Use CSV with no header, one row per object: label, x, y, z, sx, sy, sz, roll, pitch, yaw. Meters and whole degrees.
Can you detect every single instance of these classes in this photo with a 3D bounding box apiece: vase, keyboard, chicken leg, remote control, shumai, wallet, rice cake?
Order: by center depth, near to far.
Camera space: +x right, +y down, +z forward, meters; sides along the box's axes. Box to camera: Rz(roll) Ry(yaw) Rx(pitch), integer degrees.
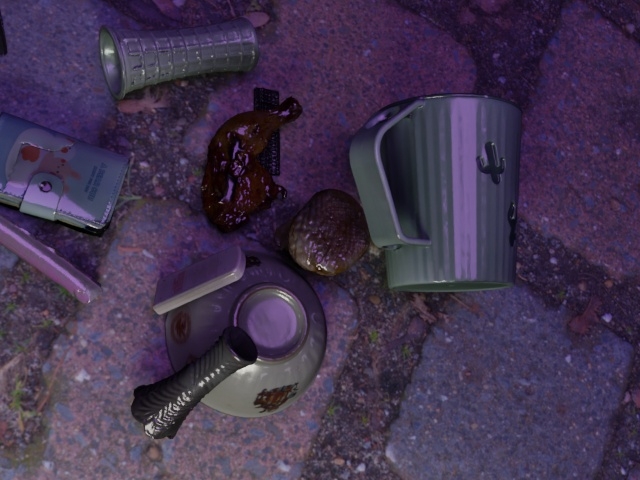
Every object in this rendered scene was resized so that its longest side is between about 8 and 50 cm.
vase,-0.218,0.248,1.345,0.115,0.237,0.115,41,24,-23
rice cake,-0.517,0.024,1.386,0.270,0.049,0.055,39,81,-10
wallet,-0.498,-0.121,1.418,0.251,0.075,0.176,20,65,-17
remote control,-0.225,0.072,1.422,0.190,0.087,0.029,-25,124,13
vase,-0.278,-0.377,1.534,0.299,0.143,0.143,-15,83,-26
shumai,0.000,0.000,1.543,0.162,0.153,0.209,28,50,-19
chicken leg,-0.141,-0.165,1.555,0.178,0.083,0.322,14,76,-18
keyboard,-0.114,-0.234,1.626,0.060,0.018,0.195,4,76,-24

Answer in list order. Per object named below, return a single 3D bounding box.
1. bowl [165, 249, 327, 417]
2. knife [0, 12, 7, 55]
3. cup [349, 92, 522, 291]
bowl,-0.116,0.165,1.453,0.338,0.157,0.336,6,74,-21
knife,-0.664,-0.468,1.466,0.072,0.019,0.245,-17,87,-28
cup,0.225,-0.097,1.579,0.401,0.310,0.391,2,81,-15
